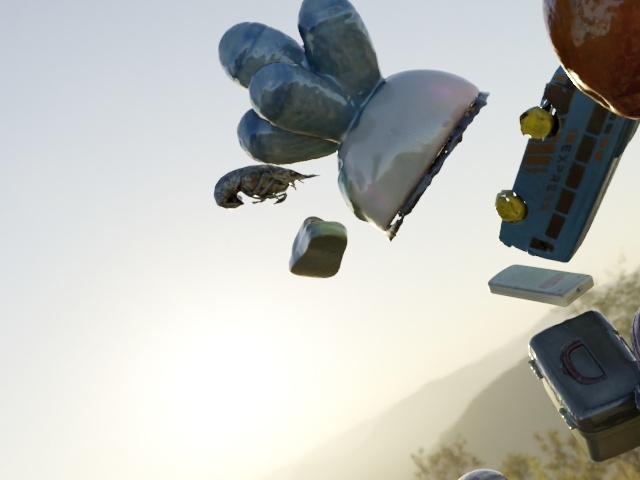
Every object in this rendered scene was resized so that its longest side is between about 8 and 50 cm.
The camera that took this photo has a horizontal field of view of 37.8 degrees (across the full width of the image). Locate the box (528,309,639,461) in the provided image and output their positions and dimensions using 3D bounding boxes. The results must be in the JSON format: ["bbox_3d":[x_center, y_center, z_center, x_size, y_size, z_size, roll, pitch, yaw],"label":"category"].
[{"bbox_3d":[0.424,0.224,1.450,0.148,0.210,0.129,-23,-51,-1],"label":"box"}]

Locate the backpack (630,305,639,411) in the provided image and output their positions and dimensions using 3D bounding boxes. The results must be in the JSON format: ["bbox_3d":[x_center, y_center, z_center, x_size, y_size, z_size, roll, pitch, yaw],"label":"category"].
[{"bbox_3d":[0.531,0.156,1.294,0.229,0.229,0.139,-24,-28,-22],"label":"backpack"}]

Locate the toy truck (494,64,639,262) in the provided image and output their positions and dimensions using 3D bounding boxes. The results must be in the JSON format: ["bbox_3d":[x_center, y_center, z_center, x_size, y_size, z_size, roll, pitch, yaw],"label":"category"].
[{"bbox_3d":[0.408,-0.135,1.545,0.161,0.162,0.385,-46,-24,-40],"label":"toy truck"}]

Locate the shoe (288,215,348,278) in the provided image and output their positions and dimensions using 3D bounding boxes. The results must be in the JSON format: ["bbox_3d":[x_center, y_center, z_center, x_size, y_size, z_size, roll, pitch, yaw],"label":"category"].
[{"bbox_3d":[0.000,0.000,1.455,0.079,0.078,0.195,9,-21,-8],"label":"shoe"}]

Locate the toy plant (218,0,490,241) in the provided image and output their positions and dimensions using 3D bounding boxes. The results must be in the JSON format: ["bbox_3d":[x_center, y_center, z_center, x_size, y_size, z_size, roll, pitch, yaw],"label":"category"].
[{"bbox_3d":[0.017,-0.178,1.192,0.247,0.332,0.247,-57,-2,-3],"label":"toy plant"}]

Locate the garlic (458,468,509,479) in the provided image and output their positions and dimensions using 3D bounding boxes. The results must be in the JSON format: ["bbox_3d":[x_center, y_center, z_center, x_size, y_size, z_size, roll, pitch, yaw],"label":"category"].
[{"bbox_3d":[0.179,0.331,1.090,0.128,0.090,0.198,-32,-27,-48],"label":"garlic"}]

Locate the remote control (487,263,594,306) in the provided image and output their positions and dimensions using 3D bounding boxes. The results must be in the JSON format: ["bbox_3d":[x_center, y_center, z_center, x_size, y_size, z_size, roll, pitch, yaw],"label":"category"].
[{"bbox_3d":[0.389,0.079,1.678,0.087,0.029,0.190,-30,22,-31],"label":"remote control"}]

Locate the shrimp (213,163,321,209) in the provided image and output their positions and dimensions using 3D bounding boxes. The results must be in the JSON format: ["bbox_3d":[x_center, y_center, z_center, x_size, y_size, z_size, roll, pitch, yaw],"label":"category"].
[{"bbox_3d":[-0.078,-0.082,1.395,0.165,0.065,0.056,-3,17,-11],"label":"shrimp"}]

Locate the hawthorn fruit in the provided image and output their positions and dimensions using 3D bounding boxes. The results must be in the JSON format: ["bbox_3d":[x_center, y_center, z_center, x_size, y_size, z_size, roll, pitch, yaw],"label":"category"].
[{"bbox_3d":[0.341,-0.235,1.001,0.210,0.262,0.210,-4,-3,0],"label":"hawthorn fruit"}]
